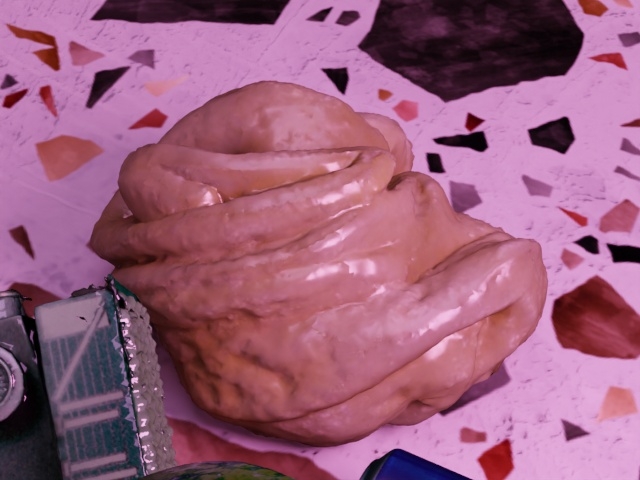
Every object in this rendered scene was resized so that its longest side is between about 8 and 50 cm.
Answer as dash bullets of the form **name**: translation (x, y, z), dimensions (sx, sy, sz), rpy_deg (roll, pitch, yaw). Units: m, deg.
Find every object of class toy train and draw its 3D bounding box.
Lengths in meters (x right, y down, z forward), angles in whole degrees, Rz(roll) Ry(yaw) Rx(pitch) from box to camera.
- **toy train**: translation (-0.191, 0.160, 1.261), dimensions (0.154, 0.115, 0.269), rpy_deg (-13, 75, 5)

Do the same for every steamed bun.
- **steamed bun**: translation (-0.006, 0.000, 1.420), dimensions (0.325, 0.230, 0.372), rpy_deg (-31, 54, -35)

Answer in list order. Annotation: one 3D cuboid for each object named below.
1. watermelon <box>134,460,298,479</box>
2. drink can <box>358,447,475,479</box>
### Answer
- **watermelon**: translation (-0.159, 0.293, 1.086), dimensions (0.292, 0.319, 0.222), rpy_deg (-23, 44, -32)
- **drink can**: translation (0.117, 0.243, 1.268), dimensions (0.205, 0.118, 0.118), rpy_deg (21, 47, 15)
